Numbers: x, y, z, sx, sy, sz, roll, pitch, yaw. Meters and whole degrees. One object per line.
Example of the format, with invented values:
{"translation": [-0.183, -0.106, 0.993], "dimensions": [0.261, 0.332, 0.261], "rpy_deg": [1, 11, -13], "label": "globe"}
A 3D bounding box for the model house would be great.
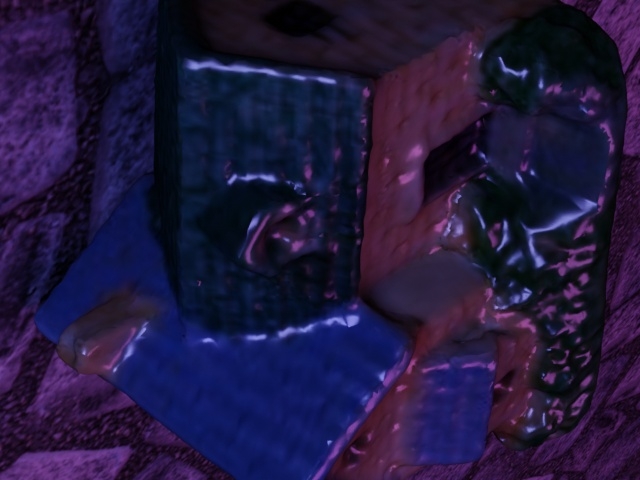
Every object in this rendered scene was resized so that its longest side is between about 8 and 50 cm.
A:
{"translation": [0.000, 0.000, 1.081], "dimensions": [0.343, 0.334, 0.382], "rpy_deg": [-28, 137, -37], "label": "model house"}
